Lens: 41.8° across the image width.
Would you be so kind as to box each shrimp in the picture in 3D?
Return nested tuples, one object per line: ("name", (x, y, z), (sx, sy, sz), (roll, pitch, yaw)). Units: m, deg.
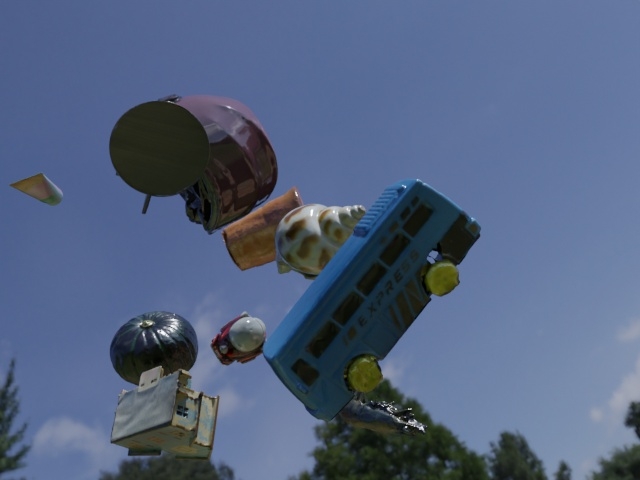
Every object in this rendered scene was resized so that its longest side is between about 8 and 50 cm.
("shrimp", (0.128, 0.288, 1.676), (0.051, 0.198, 0.262), (17, -6, -38))

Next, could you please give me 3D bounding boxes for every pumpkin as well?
("pumpkin", (-0.458, 0.329, 2.357), (0.248, 0.248, 0.248), (-18, -28, -10))

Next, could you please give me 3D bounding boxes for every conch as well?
("conch", (0.000, 0.000, 1.729), (0.183, 0.148, 0.275), (8, -8, -35))

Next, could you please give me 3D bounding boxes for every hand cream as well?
("hand cream", (-0.638, -0.119, 1.904), (0.076, 0.047, 0.174), (-22, -11, -2))

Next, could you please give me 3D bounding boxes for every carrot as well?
("carrot", (-0.151, -0.023, 2.409), (0.254, 0.196, 0.196), (-21, -27, 4))

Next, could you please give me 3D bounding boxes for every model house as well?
("model house", (-0.319, 0.400, 1.905), (0.271, 0.178, 0.206), (-28, -45, 37))

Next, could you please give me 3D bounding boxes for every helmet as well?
("helmet", (-0.206, -0.173, 1.665), (0.197, 0.338, 0.271), (-26, -62, -15))

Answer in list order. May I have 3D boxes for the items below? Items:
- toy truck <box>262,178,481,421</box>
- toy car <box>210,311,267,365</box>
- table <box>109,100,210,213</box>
("toy truck", (0.074, 0.089, 1.290), (0.385, 0.162, 0.161), (-51, 9, -3))
("toy car", (-0.186, 0.233, 2.006), (0.139, 0.112, 0.112), (-29, -9, -30))
("table", (-0.298, -0.134, 1.509), (0.167, 0.167, 0.227), (-13, -7, -18))
